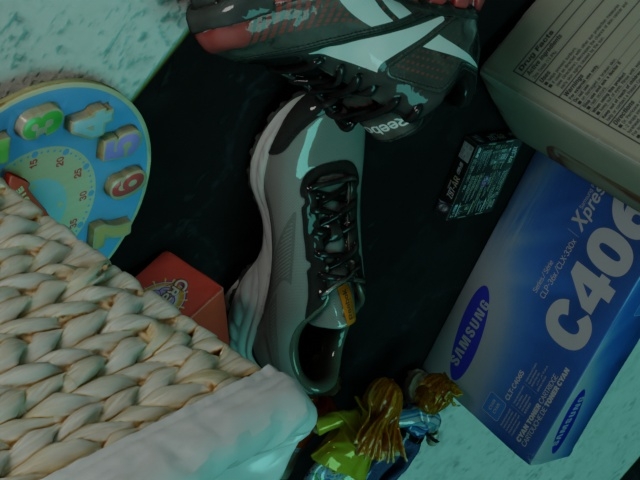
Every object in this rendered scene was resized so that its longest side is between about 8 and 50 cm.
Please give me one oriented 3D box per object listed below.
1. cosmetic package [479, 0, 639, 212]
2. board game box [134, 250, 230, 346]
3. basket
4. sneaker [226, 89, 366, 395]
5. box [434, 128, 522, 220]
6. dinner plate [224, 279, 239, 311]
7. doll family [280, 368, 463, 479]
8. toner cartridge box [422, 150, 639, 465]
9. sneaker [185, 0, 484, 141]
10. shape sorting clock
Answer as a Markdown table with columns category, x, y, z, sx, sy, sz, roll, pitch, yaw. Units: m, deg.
| category | x | y | z | sx | sy | sz | roll | pitch | yaw |
| --- | --- | --- | --- | --- | --- | --- | --- | --- | --- |
| cosmetic package | 0.302 | -0.101 | 1.275 | 0.153 | 0.296 | 0.129 | -49 | 148 | -6 |
| board game box | -0.167 | 0.195 | 1.221 | 0.242 | 0.064 | 0.316 | -43 | 150 | -30 |
| basket | -0.236 | 0.170 | 0.769 | 0.331 | 0.266 | 0.328 | -25 | 147 | -60 |
| sneaker | 0.000 | 0.000 | 1.208 | 0.100 | 0.108 | 0.271 | -14 | 125 | -36 |
| box | 0.146 | -0.061 | 1.403 | 0.067 | 0.018 | 0.083 | -12 | 133 | -42 |
| dinner plate | -0.039 | 0.064 | 1.323 | 0.141 | 0.017 | 0.141 | -31 | 145 | -25 |
| doll family | 0.058 | 0.192 | 1.473 | 0.263 | 0.118 | 0.163 | 11 | 116 | -53 |
| toner cartridge box | 0.245 | 0.033 | 1.482 | 0.075 | 0.165 | 0.347 | -3 | 126 | -46 |
| sneaker | 0.022 | -0.135 | 1.073 | 0.276 | 0.098 | 0.135 | -9 | 96 | -46 |
| shape sorting clock | -0.197 | -0.017 | 1.031 | 0.206 | 0.040 | 0.206 | -30 | 144 | -25 |
